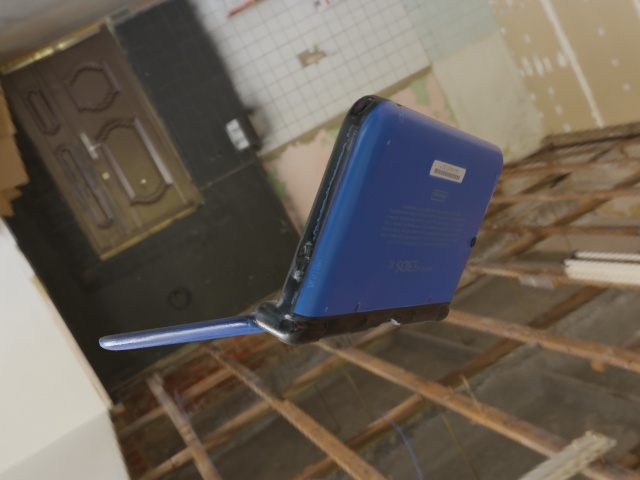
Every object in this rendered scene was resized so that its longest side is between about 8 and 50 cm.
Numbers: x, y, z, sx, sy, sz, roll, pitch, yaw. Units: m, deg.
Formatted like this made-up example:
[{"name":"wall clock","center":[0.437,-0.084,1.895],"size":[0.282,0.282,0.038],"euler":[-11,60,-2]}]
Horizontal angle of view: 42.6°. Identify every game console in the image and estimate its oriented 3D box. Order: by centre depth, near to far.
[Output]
[{"name":"game console","center":[0.000,0.000,0.692],"size":[0.173,0.250,0.293],"euler":[24,-170,27]}]
